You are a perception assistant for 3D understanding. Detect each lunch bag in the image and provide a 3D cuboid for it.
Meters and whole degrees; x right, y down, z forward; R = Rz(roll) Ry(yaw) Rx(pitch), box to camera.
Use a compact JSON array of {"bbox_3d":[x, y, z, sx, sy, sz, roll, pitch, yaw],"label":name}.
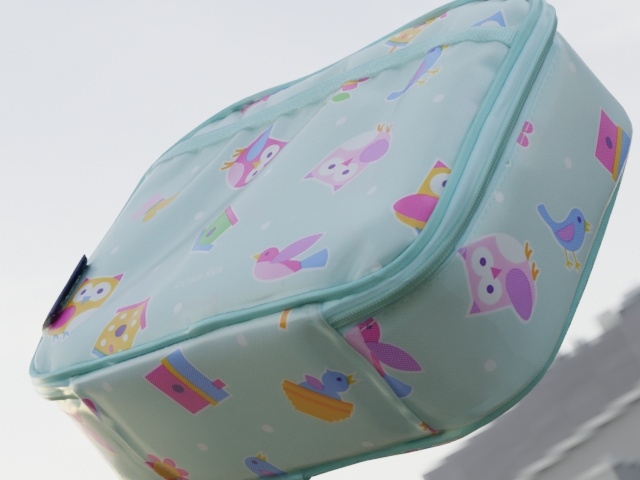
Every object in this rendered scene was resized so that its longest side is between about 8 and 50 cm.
[{"bbox_3d":[0.000,0.000,0.913,0.279,0.224,0.108,-17,-55,41],"label":"lunch bag"}]
